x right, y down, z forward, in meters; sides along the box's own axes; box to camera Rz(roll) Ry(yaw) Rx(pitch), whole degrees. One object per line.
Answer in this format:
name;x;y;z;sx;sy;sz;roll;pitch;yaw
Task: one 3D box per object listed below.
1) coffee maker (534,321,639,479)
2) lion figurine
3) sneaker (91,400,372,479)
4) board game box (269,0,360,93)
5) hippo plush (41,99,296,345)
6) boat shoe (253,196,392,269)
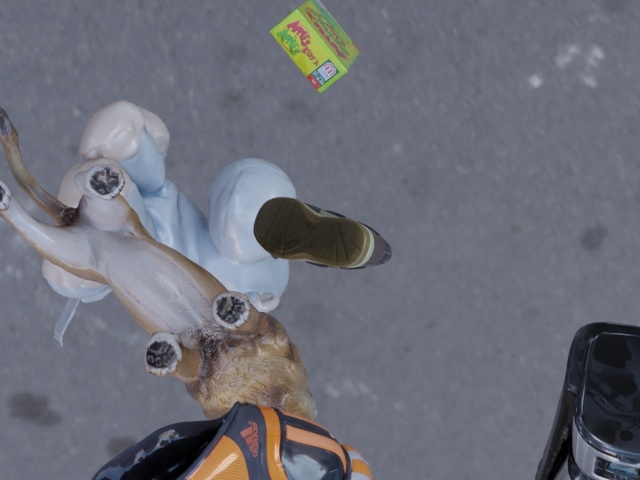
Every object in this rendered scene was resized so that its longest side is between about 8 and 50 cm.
coffee maker;0.222;0.145;1.241;0.120;0.171;0.178;-5;138;-11
lion figurine;-0.152;0.047;1.488;0.142;0.392;0.240;-39;166;-2
sneaker;-0.110;0.255;1.143;0.180;0.125;0.321;31;83;-31
board game box;-0.004;-0.235;1.909;0.043;0.181;0.092;-37;97;13
hippo plush;-0.151;0.010;1.704;0.237;0.234;0.294;16;113;3
boat shoe;0.000;0.000;1.399;0.049;0.152;0.056;23;89;-41
